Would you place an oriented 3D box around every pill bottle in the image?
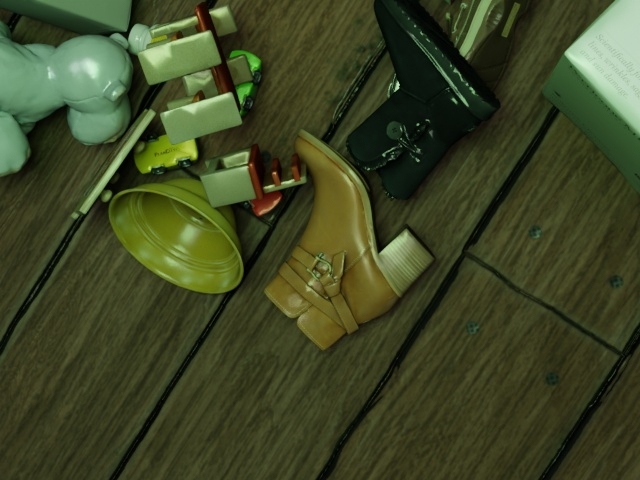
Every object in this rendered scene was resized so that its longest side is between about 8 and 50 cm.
[{"bbox_3d":[-0.229,-0.290,1.299,0.116,0.065,0.065,18,91,8],"label":"pill bottle"}]

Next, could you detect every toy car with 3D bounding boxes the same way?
[{"bbox_3d":[-0.140,-0.172,1.289,0.239,0.053,0.224,20,91,8],"label":"toy car"}]

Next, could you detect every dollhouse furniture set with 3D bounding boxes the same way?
[{"bbox_3d":[-0.119,-0.187,1.139,0.135,0.262,0.259,-16,111,5],"label":"dollhouse furniture set"}]

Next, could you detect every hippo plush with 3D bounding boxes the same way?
[{"bbox_3d":[-0.397,-0.250,1.257,0.237,0.294,0.234,-9,51,-12],"label":"hippo plush"}]

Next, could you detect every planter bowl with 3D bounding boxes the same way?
[{"bbox_3d":[-0.191,-0.025,1.250,0.217,0.217,0.090,23,54,8],"label":"planter bowl"}]

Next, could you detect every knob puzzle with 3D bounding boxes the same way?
[{"bbox_3d":[-0.298,-0.107,1.251,0.030,0.213,0.213,35,94,-18],"label":"knob puzzle"}]

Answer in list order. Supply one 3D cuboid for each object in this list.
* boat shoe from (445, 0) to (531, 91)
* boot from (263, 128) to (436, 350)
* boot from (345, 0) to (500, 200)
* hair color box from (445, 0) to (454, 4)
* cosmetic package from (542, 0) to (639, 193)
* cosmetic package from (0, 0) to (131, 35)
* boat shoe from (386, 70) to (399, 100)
[{"bbox_3d":[0.223,-0.298,1.234,0.095,0.095,0.257,35,102,43],"label":"boat shoe"},{"bbox_3d":[0.000,0.000,1.249,0.220,0.109,0.283,-41,90,9],"label":"boot"},{"bbox_3d":[0.102,-0.202,1.193,0.207,0.094,0.246,-42,77,29],"label":"boot"},{"bbox_3d":[0.159,-0.397,1.193,0.093,0.167,0.053,40,95,8],"label":"hair color box"},{"bbox_3d":[0.403,-0.178,1.035,0.156,0.385,0.217,-44,83,12],"label":"cosmetic package"},{"bbox_3d":[-0.400,-0.374,1.231,0.127,0.238,0.107,8,87,44],"label":"cosmetic package"},{"bbox_3d":[0.121,-0.214,1.259,0.046,0.038,0.125,15,90,9],"label":"boat shoe"}]
